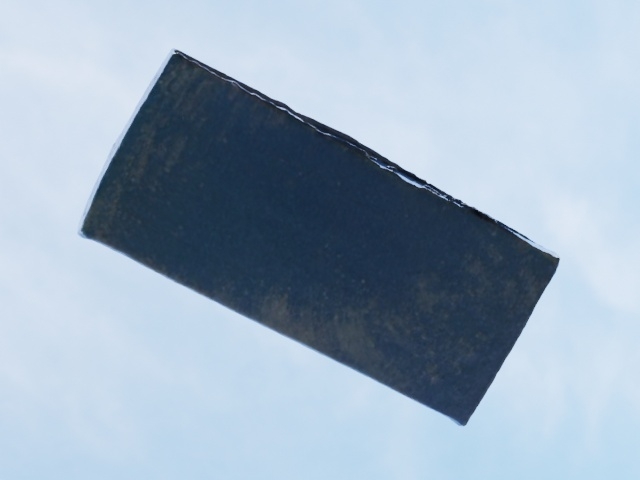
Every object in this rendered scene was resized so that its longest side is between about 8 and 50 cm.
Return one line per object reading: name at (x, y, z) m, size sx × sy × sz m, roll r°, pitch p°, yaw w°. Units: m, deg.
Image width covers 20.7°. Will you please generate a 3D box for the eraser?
eraser at (0.000, 0.000, 1.205) m, size 0.312 × 0.042 × 0.144 m, roll 27°, pitch -83°, yaw -15°
